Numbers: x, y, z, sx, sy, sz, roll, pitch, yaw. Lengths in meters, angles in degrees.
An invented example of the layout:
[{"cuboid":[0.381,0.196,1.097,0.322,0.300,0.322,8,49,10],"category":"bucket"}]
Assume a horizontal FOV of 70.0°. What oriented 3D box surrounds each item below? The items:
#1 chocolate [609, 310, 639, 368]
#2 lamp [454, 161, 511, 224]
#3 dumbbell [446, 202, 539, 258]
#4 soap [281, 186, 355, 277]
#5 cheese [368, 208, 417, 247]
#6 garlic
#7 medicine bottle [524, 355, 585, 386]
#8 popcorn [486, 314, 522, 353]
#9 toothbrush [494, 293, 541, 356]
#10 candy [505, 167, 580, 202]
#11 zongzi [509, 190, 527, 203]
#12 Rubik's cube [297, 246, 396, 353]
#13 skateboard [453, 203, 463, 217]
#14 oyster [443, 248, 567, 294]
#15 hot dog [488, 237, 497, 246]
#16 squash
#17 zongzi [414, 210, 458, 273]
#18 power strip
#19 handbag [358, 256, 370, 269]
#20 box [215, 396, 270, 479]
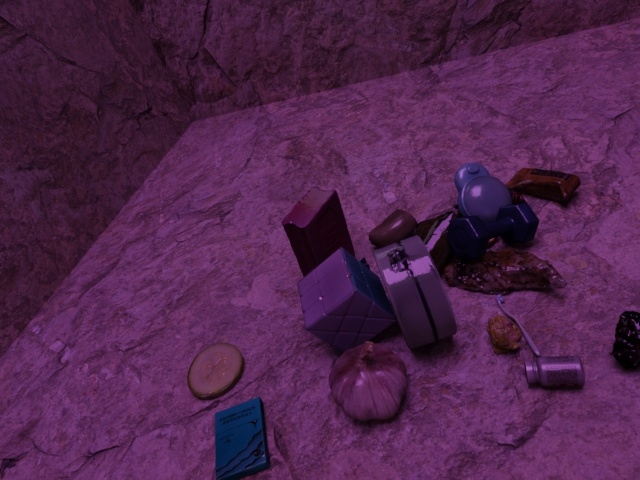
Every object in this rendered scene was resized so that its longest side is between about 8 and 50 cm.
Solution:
[{"cuboid":[0.844,0.283,1.213,0.133,0.156,0.156,-52,43,-6],"category":"chocolate"},{"cuboid":[0.630,-0.176,1.787,0.209,0.147,0.284,-17,60,-15],"category":"lamp"},{"cuboid":[0.605,-0.037,1.607,0.324,0.144,0.160,-15,4,-25],"category":"dumbbell"},{"cuboid":[0.000,0.000,1.779,0.128,0.360,0.233,13,49,33],"category":"soap"},{"cuboid":[0.292,-0.045,1.872,0.202,0.091,0.175,-35,15,3],"category":"cheese"},{"cuboid":[0.138,0.381,1.338,0.244,0.253,0.245,-7,39,5],"category":"garlic"},{"cuboid":[0.636,0.357,1.248,0.139,0.079,0.079,-7,40,18],"category":"medicine bottle"},{"cuboid":[0.547,0.281,1.378,0.096,0.109,0.089,-11,-16,-48],"category":"popcorn"},{"cuboid":[0.611,0.261,1.428,0.026,0.022,0.263,-29,36,11],"category":"toothbrush"},{"cuboid":[0.887,-0.230,1.831,0.143,0.101,0.271,-41,36,-19],"category":"candy"},{"cuboid":[0.793,-0.174,1.856,0.083,0.067,0.073,13,35,13],"category":"zongzi"},{"cuboid":[0.084,0.207,1.540,0.221,0.231,0.225,-41,33,18],"category":"Rubik's cube"},{"cuboid":[0.621,-0.133,1.878,0.151,0.067,0.080,-28,46,-14],"category":"skateboard"},{"cuboid":[0.632,0.081,1.572,0.395,0.111,0.204,1,40,33],"category":"oyster"},{"cuboid":[0.628,0.007,1.720,0.090,0.030,0.034,-21,38,3],"category":"hot dog"},{"cuboid":[-0.380,0.469,1.657,0.219,0.041,0.219,-14,38,11],"category":"squash"},{"cuboid":[0.391,0.027,1.769,0.286,0.138,0.300,-51,19,-11],"category":"zongzi"},{"cuboid":[0.292,0.154,1.440,0.161,0.358,0.358,-21,37,6],"category":"power strip"},{"cuboid":[0.080,0.162,1.688,0.229,0.179,0.062,-19,37,1],"category":"handbag"},{"cuboid":[-0.247,0.612,1.413,0.160,0.042,0.226,-22,37,2],"category":"box"}]
